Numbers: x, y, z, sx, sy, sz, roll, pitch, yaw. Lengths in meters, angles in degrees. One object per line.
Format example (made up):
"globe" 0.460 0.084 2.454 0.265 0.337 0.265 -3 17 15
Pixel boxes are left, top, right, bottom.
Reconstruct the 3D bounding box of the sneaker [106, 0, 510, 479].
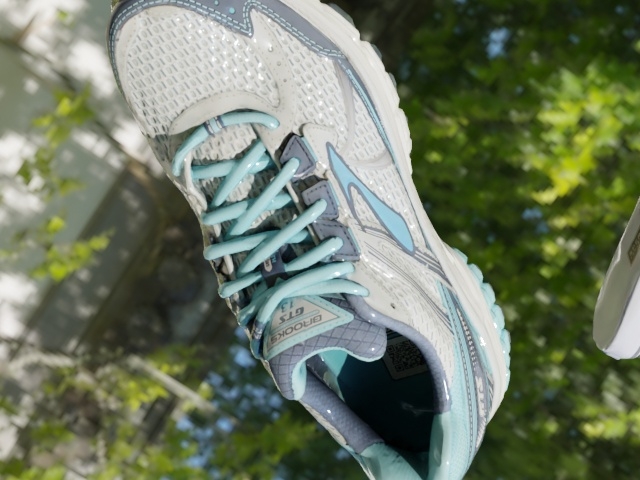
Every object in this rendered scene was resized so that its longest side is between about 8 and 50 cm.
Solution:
"sneaker" 0.000 0.000 0.695 0.110 0.283 0.122 -27 -158 25

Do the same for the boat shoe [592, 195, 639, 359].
"boat shoe" 0.241 -0.010 0.943 0.080 0.076 0.228 -89 -166 -55
